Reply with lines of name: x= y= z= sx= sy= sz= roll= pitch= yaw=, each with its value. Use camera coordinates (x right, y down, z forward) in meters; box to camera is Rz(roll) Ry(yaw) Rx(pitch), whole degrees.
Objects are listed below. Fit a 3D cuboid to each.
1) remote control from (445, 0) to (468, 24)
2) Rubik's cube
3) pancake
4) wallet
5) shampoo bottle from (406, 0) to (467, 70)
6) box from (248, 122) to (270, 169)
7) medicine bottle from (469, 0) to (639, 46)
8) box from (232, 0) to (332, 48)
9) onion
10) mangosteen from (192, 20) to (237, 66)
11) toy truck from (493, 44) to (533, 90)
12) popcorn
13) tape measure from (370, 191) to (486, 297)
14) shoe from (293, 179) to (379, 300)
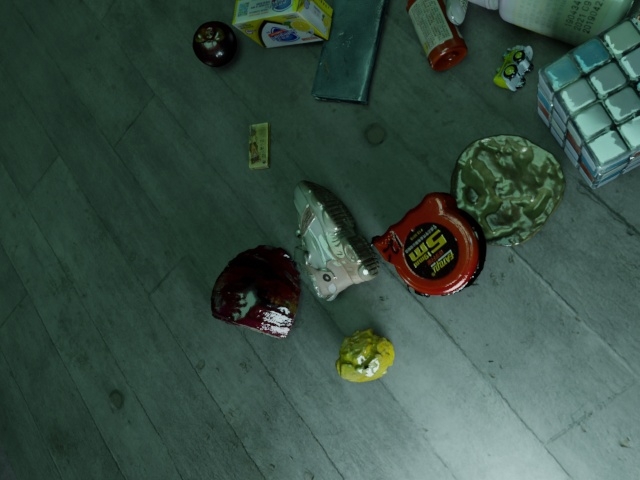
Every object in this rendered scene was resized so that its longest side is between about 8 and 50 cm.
remote control: x=0.360 y=-0.654 z=1.234 sx=0.044 sy=0.073 sz=0.229 roll=-11 pitch=54 yaw=42
Rubik's cube: x=0.650 y=-0.295 z=1.015 sx=0.256 sy=0.253 sz=0.259 roll=-31 pitch=73 yaw=20
pancake: x=0.466 y=-0.125 z=1.197 sx=0.294 sy=0.049 sz=0.294 roll=-3 pitch=83 yaw=24
wallet: x=0.094 y=-0.602 z=1.404 sx=0.190 sy=0.046 sz=0.379 roll=14 pitch=92 yaw=25
shampoo bottle: x=0.301 y=-0.610 z=1.278 sx=0.104 sy=0.104 sz=0.278 roll=-23 pitch=77 yaw=21
box: x=-0.199 y=-0.307 z=1.527 sx=0.073 sy=0.020 sz=0.149 roll=-3 pitch=85 yaw=24
medicine bottle: x=0.553 y=-0.603 z=1.104 sx=0.378 sy=0.213 sz=0.213 roll=34 pitch=100 yaw=22
box: x=-0.116 y=-0.677 z=1.420 sx=0.265 sy=0.168 sz=0.097 roll=9 pitch=87 yaw=33
onion: x=-0.222 y=0.143 z=1.438 sx=0.314 sy=0.146 sz=0.280 roll=9 pitch=86 yaw=29
mangosteen: x=-0.355 y=-0.657 z=1.557 sx=0.152 sy=0.152 sz=0.152 roll=-2 pitch=85 yaw=24
toy truck: x=0.492 y=-0.448 z=1.203 sx=0.077 sy=0.076 sz=0.111 roll=31 pitch=98 yaw=43
popcorn: x=0.119 y=0.315 z=1.275 sx=0.167 sy=0.152 sz=0.148 roll=-16 pitch=115 yaw=-1
tape measure: x=0.292 y=0.020 z=1.211 sx=0.253 sy=0.114 sz=0.260 roll=-45 pitch=71 yaw=30
shoe: x=-0.002 y=-0.001 z=1.332 sx=0.198 sy=0.172 sz=0.351 roll=-38 pitch=70 yaw=20
